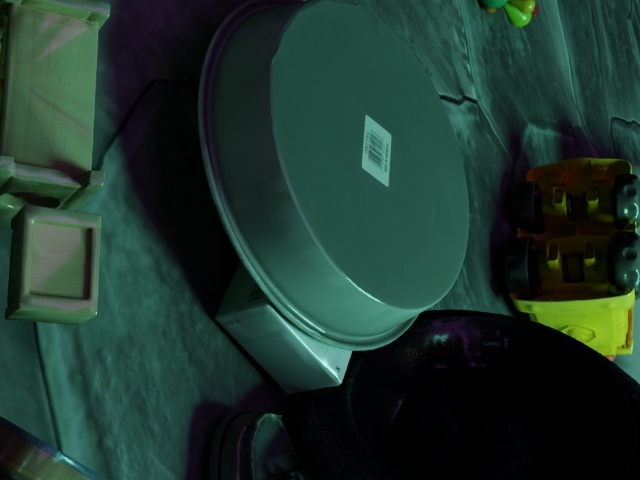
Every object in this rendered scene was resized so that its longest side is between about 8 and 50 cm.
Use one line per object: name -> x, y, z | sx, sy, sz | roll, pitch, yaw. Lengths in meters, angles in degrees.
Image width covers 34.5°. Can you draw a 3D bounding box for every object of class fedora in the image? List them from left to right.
fedora -> 0.127, 0.191, 0.841 | 0.334, 0.334, 0.152 | -34, 137, -54

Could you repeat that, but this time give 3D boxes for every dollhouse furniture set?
dollhouse furniture set -> -0.211, -0.045, 0.561 | 0.161, 0.101, 0.181 | 8, 71, -28

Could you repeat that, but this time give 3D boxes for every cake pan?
cake pan -> 0.026, -0.062, 0.810 | 0.293, 0.054, 0.293 | 24, 57, -45

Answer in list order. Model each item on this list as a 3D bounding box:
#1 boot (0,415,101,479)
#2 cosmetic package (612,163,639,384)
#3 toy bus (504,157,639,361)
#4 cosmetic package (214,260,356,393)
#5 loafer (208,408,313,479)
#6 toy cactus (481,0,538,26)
boot -> -0.142, 0.192, 0.588 | 0.106, 0.082, 0.219 | -58, 133, -20
cosmetic package -> 0.493, 0.105, 1.428 | 0.284, 0.098, 0.377 | 12, 84, -56
toy bus -> 0.320, 0.040, 1.244 | 0.211, 0.150, 0.220 | 62, 32, -44
cosmetic package -> 0.000, 0.000, 0.846 | 0.099, 0.060, 0.239 | 49, 42, -27
loafer -> -0.010, 0.248, 0.727 | 0.096, 0.084, 0.267 | -4, 82, -55
toy cactus -> 0.196, -0.339, 1.229 | 0.180, 0.112, 0.219 | -47, 127, -40
